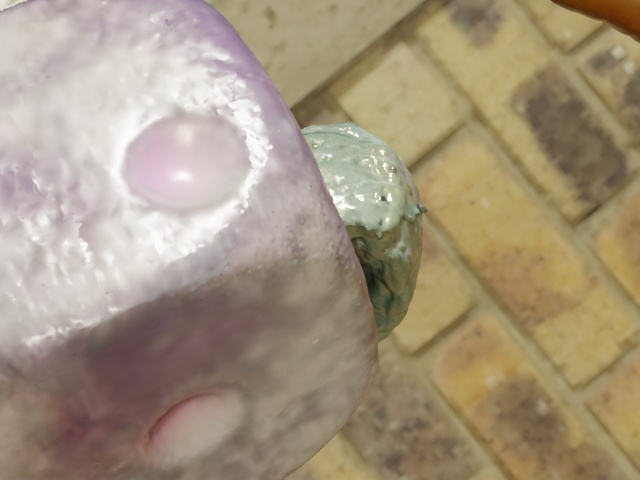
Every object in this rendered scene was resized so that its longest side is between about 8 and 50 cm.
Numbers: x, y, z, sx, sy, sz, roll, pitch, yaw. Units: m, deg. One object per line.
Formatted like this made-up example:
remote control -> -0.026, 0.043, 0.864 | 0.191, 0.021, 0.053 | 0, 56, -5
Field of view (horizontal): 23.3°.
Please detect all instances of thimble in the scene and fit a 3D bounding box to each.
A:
thimble -> 0.000, 0.000, 1.606 | 0.205, 0.250, 0.172 | 28, 42, -26

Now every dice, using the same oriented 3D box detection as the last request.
dice -> -0.136, 0.019, 0.999 | 0.271, 0.270, 0.270 | 57, -12, 35

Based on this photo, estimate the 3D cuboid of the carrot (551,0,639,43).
carrot -> 0.119, -0.115, 0.679 | 0.216, 0.048, 0.048 | 17, 7, -7
